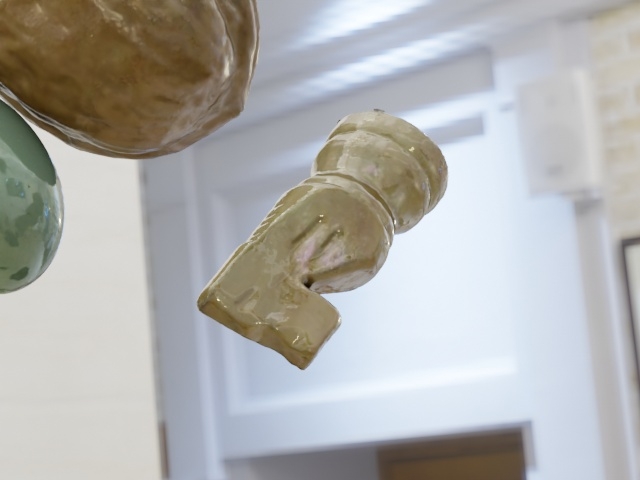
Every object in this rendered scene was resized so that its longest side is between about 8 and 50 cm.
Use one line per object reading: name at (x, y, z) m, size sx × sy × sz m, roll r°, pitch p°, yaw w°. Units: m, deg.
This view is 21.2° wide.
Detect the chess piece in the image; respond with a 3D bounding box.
chess piece at (0.000, 0.000, 1.646) m, size 0.137 × 0.137 × 0.301 m, roll -14°, pitch 25°, yaw 43°

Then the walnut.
walnut at (-0.222, -0.241, 1.831) m, size 0.344 × 0.306 × 0.306 m, roll 38°, pitch -17°, yaw -6°

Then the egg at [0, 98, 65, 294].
egg at (-0.355, -0.054, 1.756) m, size 0.168 × 0.231 × 0.168 m, roll -26°, pitch -3°, yaw -2°
